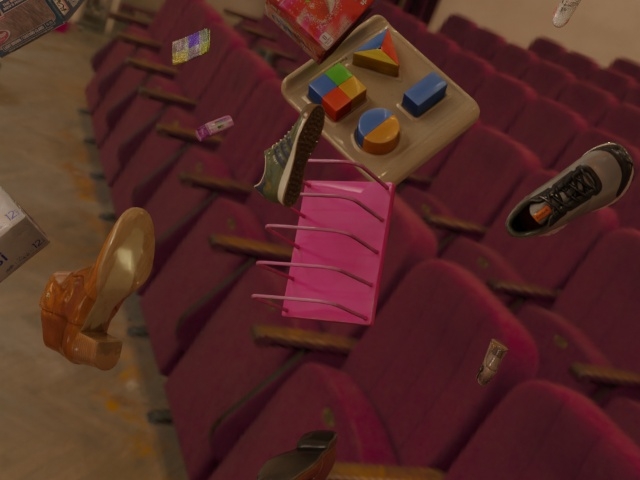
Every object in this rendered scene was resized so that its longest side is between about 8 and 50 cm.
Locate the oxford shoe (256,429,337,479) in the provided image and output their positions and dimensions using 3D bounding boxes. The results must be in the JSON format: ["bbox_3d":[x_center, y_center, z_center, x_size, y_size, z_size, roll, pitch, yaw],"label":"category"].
[{"bbox_3d":[-0.026,0.350,1.429,0.076,0.076,0.212,0,6,26],"label":"oxford shoe"}]

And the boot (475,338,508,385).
[{"bbox_3d":[0.349,0.252,1.968,0.042,0.087,0.118,30,10,10],"label":"boot"}]

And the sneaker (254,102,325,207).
[{"bbox_3d":[-0.063,-0.159,1.701,0.086,0.192,0.064,17,-3,32],"label":"sneaker"}]

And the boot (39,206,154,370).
[{"bbox_3d":[-0.404,0.069,1.663,0.211,0.295,0.104,16,2,44],"label":"boot"}]

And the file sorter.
[{"bbox_3d":[0.000,0.000,1.861,0.202,0.290,0.182,3,-14,29],"label":"file sorter"}]

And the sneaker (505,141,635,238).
[{"bbox_3d":[0.437,-0.075,1.680,0.108,0.271,0.100,-24,78,-45],"label":"sneaker"}]

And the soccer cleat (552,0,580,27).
[{"bbox_3d":[0.393,-0.373,1.509,0.029,0.083,0.035,34,-14,5],"label":"soccer cleat"}]

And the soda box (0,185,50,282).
[{"bbox_3d":[-0.591,0.046,1.546,0.091,0.286,0.098,44,-11,26],"label":"soda box"}]

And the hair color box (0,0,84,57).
[{"bbox_3d":[-0.592,-0.531,2.050,0.105,0.174,0.347,58,21,-26],"label":"hair color box"}]

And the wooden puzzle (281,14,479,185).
[{"bbox_3d":[0.138,-0.322,2.127,0.348,0.322,0.080,47,-19,13],"label":"wooden puzzle"}]

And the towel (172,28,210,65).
[{"bbox_3d":[-0.246,-0.366,1.806,0.083,0.060,0.009,-14,-30,24],"label":"towel"}]

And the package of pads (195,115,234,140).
[{"bbox_3d":[-0.245,-0.260,2.204,0.083,0.050,0.032,-32,96,-47],"label":"package of pads"}]

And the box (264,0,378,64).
[{"bbox_3d":[0.043,-0.416,1.494,0.128,0.257,0.122,43,-4,-3],"label":"box"}]
